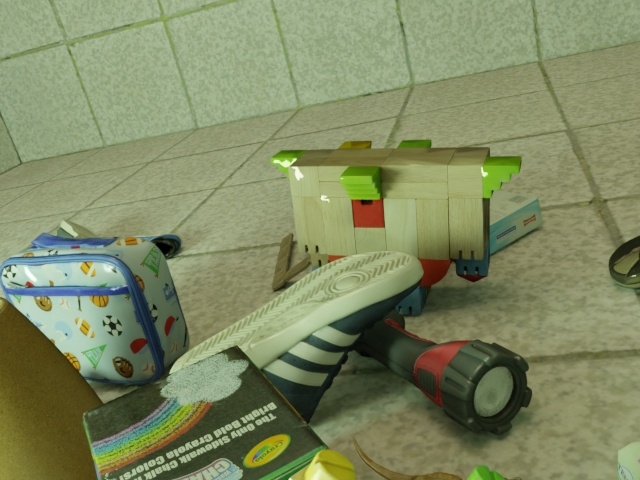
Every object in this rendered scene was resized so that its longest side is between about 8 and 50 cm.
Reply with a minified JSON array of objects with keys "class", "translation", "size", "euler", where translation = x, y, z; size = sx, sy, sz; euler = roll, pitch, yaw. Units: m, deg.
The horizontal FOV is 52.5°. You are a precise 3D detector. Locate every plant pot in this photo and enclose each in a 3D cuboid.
[{"class":"plant pot","translation":[-0.390,0.207,0.792],"size":[0.237,0.254,0.237],"euler":[-12,23,5]}]

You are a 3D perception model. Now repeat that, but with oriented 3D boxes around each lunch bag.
[{"class":"lunch bag","translation":[-0.370,0.105,1.039],"size":[0.304,0.243,0.115],"euler":[-2,25,26]}]

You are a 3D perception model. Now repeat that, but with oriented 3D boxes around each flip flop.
[{"class":"flip flop","translation":[0.555,0.014,0.914],"size":[0.277,0.080,0.112],"euler":[-24,23,18]}]

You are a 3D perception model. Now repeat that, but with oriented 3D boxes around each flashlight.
[{"class":"flashlight","translation":[0.131,0.142,0.838],"size":[0.103,0.103,0.304],"euler":[-51,26,-8]}]

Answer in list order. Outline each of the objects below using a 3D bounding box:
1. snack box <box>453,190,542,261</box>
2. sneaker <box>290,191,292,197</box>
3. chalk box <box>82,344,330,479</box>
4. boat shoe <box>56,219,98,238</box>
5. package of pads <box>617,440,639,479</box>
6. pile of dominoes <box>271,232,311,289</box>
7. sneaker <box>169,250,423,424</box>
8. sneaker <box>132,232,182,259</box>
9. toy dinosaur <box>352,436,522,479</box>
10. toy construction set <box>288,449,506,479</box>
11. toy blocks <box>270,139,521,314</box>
[{"class":"snack box","translation":[0.240,-0.048,1.267],"size":[0.187,0.060,0.322],"euler":[-27,25,-24]},{"class":"sneaker","translation":[0.046,-0.132,1.565],"size":[0.237,0.095,0.104],"euler":[-15,29,-3]},{"class":"chalk box","translation":[-0.082,0.255,0.584],"size":[0.180,0.179,0.289],"euler":[-22,24,-20]},{"class":"boat shoe","translation":[-0.576,0.042,1.567],"size":[0.319,0.116,0.099],"euler":[31,92,52]},{"class":"package of pads","translation":[0.397,0.226,0.448],"size":[0.297,0.101,0.229],"euler":[-12,21,8]},{"class":"pile of dominoes","translation":[0.000,0.000,1.300],"size":[0.196,0.040,0.251],"euler":[-35,19,16]},{"class":"sneaker","translation":[-0.010,0.143,0.829],"size":[0.350,0.148,0.131],"euler":[-29,20,-8]},{"class":"sneaker","translation":[-0.402,0.020,1.513],"size":[0.152,0.058,0.084],"euler":[-8,13,-1]},{"class":"toy dinosaur","translation":[0.105,0.255,0.656],"size":[0.183,0.053,0.093],"euler":[4,12,23]},{"class":"toy construction set","translation":[0.114,0.272,0.375],"size":[0.215,0.151,0.327],"euler":[16,35,-40]},{"class":"toy blocks","translation":[0.114,-0.007,1.017],"size":[0.382,0.260,0.190],"euler":[2,24,19]}]
